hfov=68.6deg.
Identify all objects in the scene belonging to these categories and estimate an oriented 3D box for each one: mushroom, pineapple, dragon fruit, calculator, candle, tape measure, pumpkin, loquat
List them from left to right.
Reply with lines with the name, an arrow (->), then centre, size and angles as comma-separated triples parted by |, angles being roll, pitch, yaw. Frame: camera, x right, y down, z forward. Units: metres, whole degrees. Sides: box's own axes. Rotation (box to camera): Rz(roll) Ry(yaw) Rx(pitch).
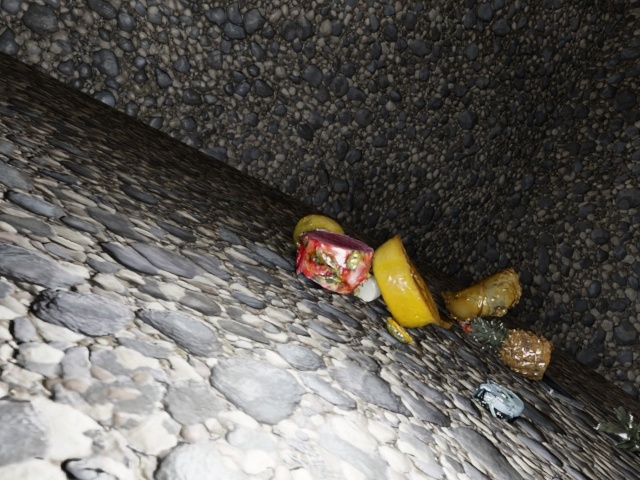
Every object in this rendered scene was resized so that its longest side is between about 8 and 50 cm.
loquat -> 0.000, 0.000, 1.473 | 0.172, 0.149, 0.204 | 28, -4, 21
dragon fruit -> 0.031, 0.060, 1.253 | 0.211, 0.147, 0.282 | 10, 10, -25
mushroom -> 0.159, 0.132, 1.449 | 0.092, 0.081, 0.223 | -14, 1, 15
pumpkin -> 0.186, 0.226, 1.144 | 0.083, 0.028, 0.050 | 40, 11, 9
candle -> 0.593, 0.348, 1.762 | 0.162, 0.048, 0.053 | 33, -21, 35
tape measure -> 0.385, 0.346, 1.010 | 0.094, 0.054, 0.091 | 32, 14, 31
pineapple -> 0.630, 0.355, 1.588 | 0.279, 0.157, 0.158 | 22, 4, 25
calculator -> 0.795, 0.495, 1.666 | 0.161, 0.021, 0.261 | 27, 8, -14
pineapple -> 0.997, 0.594, 1.389 | 0.365, 0.165, 0.165 | 17, 12, -23

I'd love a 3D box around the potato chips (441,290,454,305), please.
potato chips -> 0.626, 0.306, 2.097 | 0.208, 0.061, 0.195 | 29, 13, -12

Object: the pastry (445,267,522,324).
pastry -> 0.660, 0.236, 1.868 | 0.255, 0.311, 0.161 | 94, -29, -80

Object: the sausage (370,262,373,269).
sausage -> 0.276, 0.146, 1.743 | 0.238, 0.098, 0.098 | 29, 8, 0

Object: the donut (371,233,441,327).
donut -> 0.233, 0.123, 1.319 | 0.277, 0.109, 0.277 | 57, 16, -27

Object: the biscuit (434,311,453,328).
biscuit -> 0.371, 0.251, 1.630 | 0.215, 0.034, 0.182 | 30, 8, -12

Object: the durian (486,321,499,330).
durian -> 0.679, 0.362, 1.872 | 0.091, 0.080, 0.080 | 20, 11, -24
